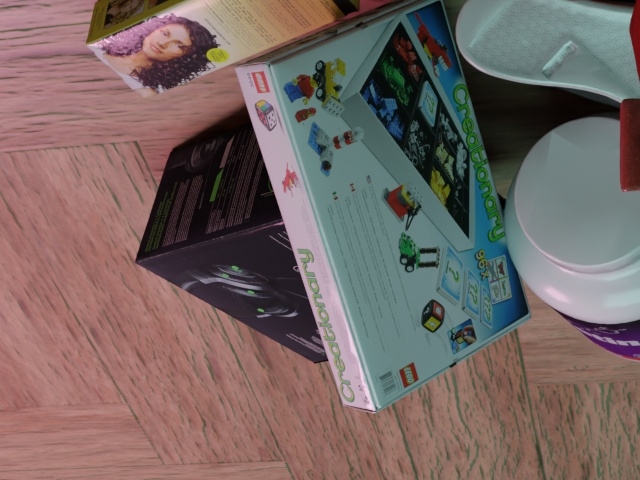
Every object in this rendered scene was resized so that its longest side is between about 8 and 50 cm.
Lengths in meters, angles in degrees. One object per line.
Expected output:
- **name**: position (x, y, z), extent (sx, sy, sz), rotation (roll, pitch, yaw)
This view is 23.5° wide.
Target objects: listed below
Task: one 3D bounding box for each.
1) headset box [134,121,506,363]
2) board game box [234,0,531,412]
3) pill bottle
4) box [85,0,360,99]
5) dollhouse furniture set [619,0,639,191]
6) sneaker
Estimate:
- **headset box**: position (0.000, 0.000, 1.468), extent (0.246, 0.131, 0.283), rotation (31, 150, -32)
- **board game box**: position (0.060, -0.035, 1.291), extent (0.053, 0.193, 0.305), rotation (3, 114, 53)
- **pill bottle**: position (0.269, -0.002, 1.356), extent (0.181, 0.181, 0.323), rotation (-10, 163, 20)
- **box**: position (-0.083, -0.199, 1.309), extent (0.232, 0.058, 0.087), rotation (-20, 137, 29)
- **dollhouse furniture set**: position (0.188, -0.183, 1.035), extent (0.152, 0.374, 0.201), rotation (0, 143, -1)
- **sneaker**: position (0.262, -0.154, 1.237), extent (0.295, 0.147, 0.105), rotation (17, 111, 8)
